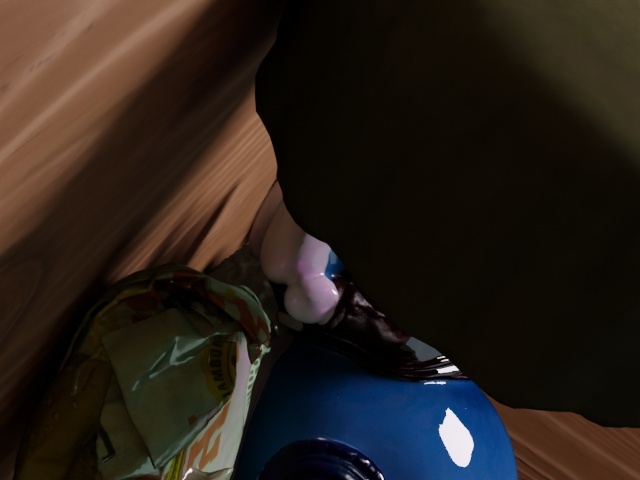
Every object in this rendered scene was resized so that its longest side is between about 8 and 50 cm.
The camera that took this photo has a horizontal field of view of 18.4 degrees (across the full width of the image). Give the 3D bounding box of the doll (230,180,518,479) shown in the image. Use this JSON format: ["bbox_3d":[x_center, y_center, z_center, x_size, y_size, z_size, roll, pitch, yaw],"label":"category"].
[{"bbox_3d":[0.025,0.124,1.349,0.284,0.240,0.310,-12,117,-81],"label":"doll"}]

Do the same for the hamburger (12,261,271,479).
[{"bbox_3d":[-0.113,0.119,1.155,0.235,0.125,0.214,-60,171,5],"label":"hamburger"}]

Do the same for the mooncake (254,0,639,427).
[{"bbox_3d":[0.145,-0.071,1.069,0.194,0.356,0.356,-52,180,39],"label":"mooncake"}]

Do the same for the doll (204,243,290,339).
[{"bbox_3d":[-0.015,0.113,1.639,0.247,0.247,0.349,-55,166,-14],"label":"doll"}]
